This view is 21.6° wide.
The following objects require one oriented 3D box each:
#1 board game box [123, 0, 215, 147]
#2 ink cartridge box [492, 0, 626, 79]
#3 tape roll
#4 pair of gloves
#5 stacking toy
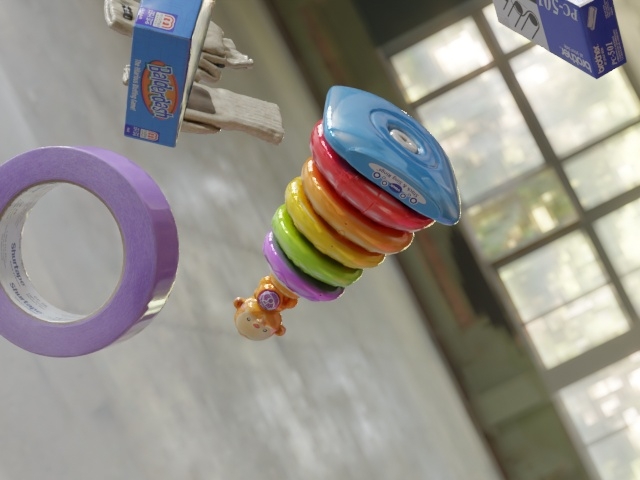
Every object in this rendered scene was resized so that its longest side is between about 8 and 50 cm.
[{"bbox_3d":[-0.106,-0.203,1.323,0.160,0.047,0.210,108,-6,-62],"label":"board game box"},{"bbox_3d":[0.262,-0.265,1.904,0.207,0.046,0.097,42,-22,53],"label":"ink cartridge box"},{"bbox_3d":[-0.328,0.013,2.201,0.275,0.275,0.090,64,14,3],"label":"tape roll"},{"bbox_3d":[-0.160,-0.203,2.047,0.204,0.042,0.240,10,38,-31],"label":"pair of gloves"},{"bbox_3d":[0.000,0.000,1.804,0.175,0.302,0.166,34,23,-14],"label":"stacking toy"}]
